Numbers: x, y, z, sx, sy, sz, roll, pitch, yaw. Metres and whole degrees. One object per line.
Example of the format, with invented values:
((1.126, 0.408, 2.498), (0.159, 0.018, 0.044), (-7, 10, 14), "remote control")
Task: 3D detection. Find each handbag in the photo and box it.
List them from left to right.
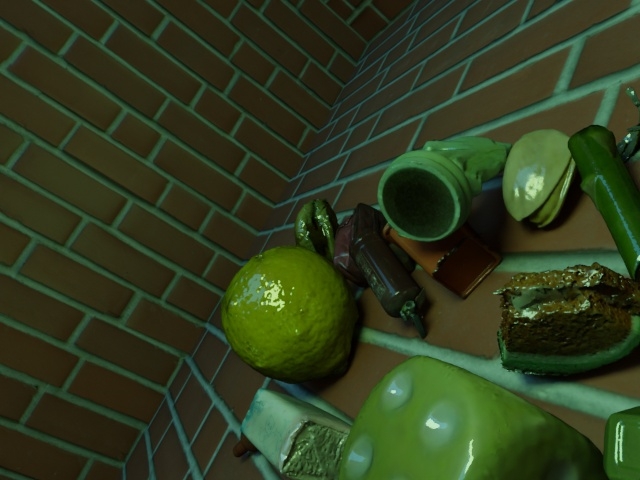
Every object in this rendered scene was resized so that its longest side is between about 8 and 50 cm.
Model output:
((0.126, 0.009, 1.230), (0.135, 0.146, 0.225), (-45, 23, 41), "handbag")

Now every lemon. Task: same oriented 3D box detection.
((-0.076, 0.198, 1.127), (0.349, 0.387, 0.350), (-38, -13, -11), "lemon")

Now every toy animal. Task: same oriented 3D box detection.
((0.540, -0.219, 0.685), (0.219, 0.095, 0.155), (-24, 46, 53), "toy animal")

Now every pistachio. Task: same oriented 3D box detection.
((0.409, -0.125, 0.804), (0.201, 0.117, 0.145), (-63, 0, -27), "pistachio")

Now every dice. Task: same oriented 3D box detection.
((0.178, 0.299, 0.541), (0.233, 0.226, 0.238), (-59, 18, -14), "dice")

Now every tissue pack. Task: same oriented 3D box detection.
((-0.033, 0.410, 0.895), (0.271, 0.201, 0.124), (-11, 55, 63), "tissue pack")

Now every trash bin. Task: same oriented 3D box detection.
((0.269, -0.009, 0.927), (0.184, 0.161, 0.239), (-51, 28, 13), "trash bin")

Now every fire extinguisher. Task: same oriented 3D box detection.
((0.160, 0.095, 0.974), (0.105, 0.104, 0.269), (-50, 41, 17), "fire extinguisher")

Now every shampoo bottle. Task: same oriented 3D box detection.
((-0.169, 0.532, 1.201), (0.244, 0.085, 0.085), (-48, 21, 26), "shampoo bottle")

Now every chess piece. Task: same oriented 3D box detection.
((0.253, -0.136, 0.853), (0.298, 0.176, 0.175), (-39, 5, -39), "chess piece")

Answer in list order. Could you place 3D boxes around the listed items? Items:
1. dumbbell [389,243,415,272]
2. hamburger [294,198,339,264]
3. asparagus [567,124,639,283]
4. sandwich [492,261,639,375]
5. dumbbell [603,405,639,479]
((0.214, -0.015, 1.148), (0.081, 0.092, 0.231), (-8, 46, 27), "dumbbell")
((0.001, 0.002, 1.376), (0.134, 0.266, 0.285), (-22, 4, 8), "hamburger")
((0.446, -0.067, 0.647), (0.060, 0.067, 0.278), (78, -172, -55), "asparagus")
((0.340, 0.111, 0.574), (0.234, 0.159, 0.079), (-15, 36, 33), "sandwich")
((0.400, 0.202, 0.341), (0.302, 0.108, 0.122), (-25, 36, 55), "dumbbell")
